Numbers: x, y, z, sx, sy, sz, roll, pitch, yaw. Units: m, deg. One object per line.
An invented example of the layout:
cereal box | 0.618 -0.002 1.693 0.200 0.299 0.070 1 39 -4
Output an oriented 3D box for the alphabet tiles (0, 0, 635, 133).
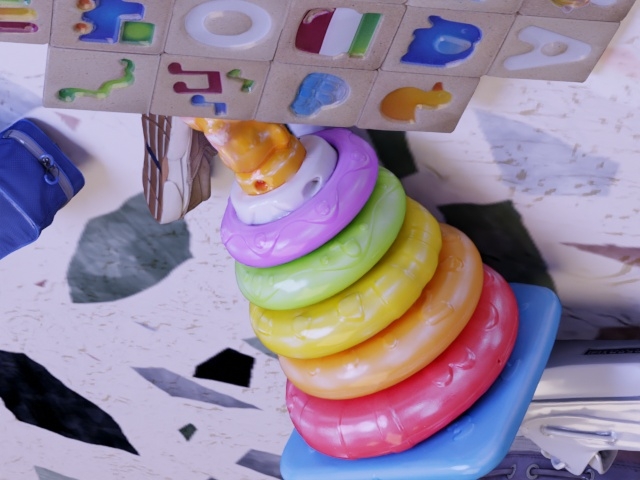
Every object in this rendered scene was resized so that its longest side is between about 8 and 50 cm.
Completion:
alphabet tiles | -0.007 -0.136 0.760 0.342 0.011 0.285 3 151 -12

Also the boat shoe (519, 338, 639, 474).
boat shoe | 0.174 0.113 1.067 0.258 0.095 0.084 -3 100 32

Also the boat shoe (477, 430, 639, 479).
boat shoe | 0.162 0.188 1.216 0.102 0.092 0.285 29 148 -18

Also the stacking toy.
stacking toy | 0.000 0.000 0.968 0.175 0.166 0.302 -11 128 37

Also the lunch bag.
lunch bag | -0.204 -0.037 1.074 0.067 0.065 0.098 49 141 -17

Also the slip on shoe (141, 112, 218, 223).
slip on shoe | -0.084 -0.061 0.999 0.041 0.051 0.135 -17 145 -19
